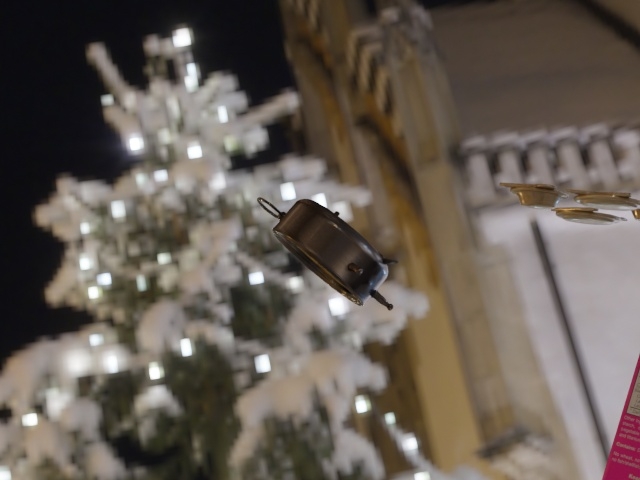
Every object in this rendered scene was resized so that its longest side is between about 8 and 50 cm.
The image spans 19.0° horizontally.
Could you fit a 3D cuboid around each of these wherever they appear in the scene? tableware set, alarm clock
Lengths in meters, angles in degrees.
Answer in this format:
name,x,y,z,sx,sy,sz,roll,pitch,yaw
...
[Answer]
name,x,y,z,sx,sy,sz,roll,pitch,yaw
tableware set,0.261,-0.034,1.794,0.141,0.020,0.168,1,-8,39
alarm clock,0.000,0.000,2.083,0.064,0.192,0.129,-53,-31,-8

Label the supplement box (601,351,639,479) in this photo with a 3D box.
name,x,y,z,sx,sy,sz,roll,pitch,yaw
supplement box,0.370,0.237,1.991,0.114,0.220,0.111,16,-6,31
